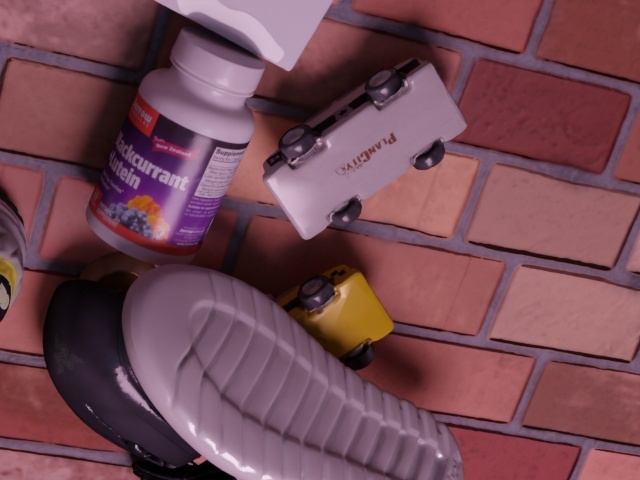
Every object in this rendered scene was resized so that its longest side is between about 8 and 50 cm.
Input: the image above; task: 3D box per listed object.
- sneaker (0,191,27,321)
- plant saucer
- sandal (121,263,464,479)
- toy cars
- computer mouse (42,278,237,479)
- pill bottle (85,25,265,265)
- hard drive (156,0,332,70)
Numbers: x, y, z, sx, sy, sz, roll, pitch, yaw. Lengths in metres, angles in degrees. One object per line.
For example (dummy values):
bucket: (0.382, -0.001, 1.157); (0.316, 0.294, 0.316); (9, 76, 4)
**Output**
sneaker: (-0.443, 0.042, 1.163); (0.384, 0.147, 0.145); (-14, 120, -6)
plant saucer: (-0.191, 0.051, 1.309); (0.083, 0.015, 0.083); (-6, 117, -12)
sandal: (-0.032, 0.173, 1.250); (0.416, 0.169, 0.102); (36, 137, -30)
toy cars: (0.000, 0.000, 1.298); (0.176, 0.087, 0.394); (11, 110, -24)
computer mouse: (-0.176, 0.159, 1.292); (0.072, 0.188, 0.272); (-51, 120, -39)
pill bottle: (-0.123, -0.084, 1.205); (0.108, 0.108, 0.193); (19, 110, -22)
hard drive: (-0.035, -0.344, 1.129); (0.233, 0.047, 0.353); (26, 107, -22)
